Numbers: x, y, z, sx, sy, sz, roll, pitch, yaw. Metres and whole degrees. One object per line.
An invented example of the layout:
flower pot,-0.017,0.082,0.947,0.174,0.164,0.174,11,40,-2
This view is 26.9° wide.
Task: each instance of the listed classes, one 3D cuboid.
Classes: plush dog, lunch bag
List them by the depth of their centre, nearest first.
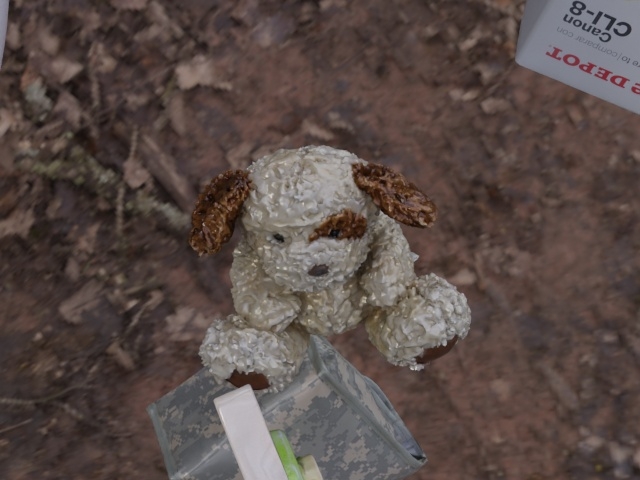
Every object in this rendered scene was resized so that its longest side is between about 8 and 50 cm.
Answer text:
plush dog,0.000,0.000,1.264,0.262,0.225,0.211,-8,50,2
lunch bag,-0.031,0.255,1.663,0.235,0.169,0.287,-36,127,5

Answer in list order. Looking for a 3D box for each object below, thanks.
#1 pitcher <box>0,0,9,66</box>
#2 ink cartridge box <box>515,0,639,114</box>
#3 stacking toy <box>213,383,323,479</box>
pitcher,-0.162,-0.104,0.353,0.177,0.207,0.125,22,19,16
ink cartridge box,0.201,-0.166,0.711,0.128,0.176,0.127,22,50,-4
stacking toy,0.056,0.209,0.774,0.130,0.309,0.280,-22,71,-5
